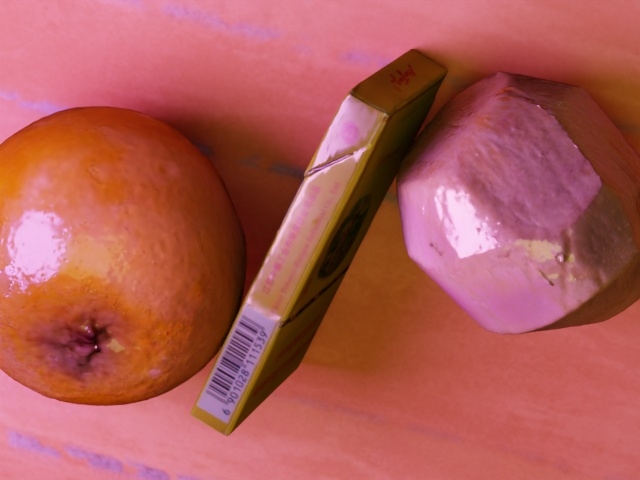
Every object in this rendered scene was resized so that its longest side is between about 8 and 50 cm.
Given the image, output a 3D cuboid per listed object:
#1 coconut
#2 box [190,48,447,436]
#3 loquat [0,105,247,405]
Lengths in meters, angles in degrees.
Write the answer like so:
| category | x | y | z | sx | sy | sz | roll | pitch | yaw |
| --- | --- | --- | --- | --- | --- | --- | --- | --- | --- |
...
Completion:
| category | x | y | z | sx | sy | sz | roll | pitch | yaw |
| --- | --- | --- | --- | --- | --- | --- | --- | --- | --- |
| coconut | 0.181 | -0.017 | 1.694 | 0.197 | 0.237 | 0.237 | -36 | 107 | 23 |
| box | 0.000 | 0.000 | 1.728 | 0.047 | 0.187 | 0.335 | 31 | 114 | 9 |
| loquat | -0.193 | 0.014 | 1.711 | 0.263 | 0.263 | 0.263 | 1 | 114 | 3 |
